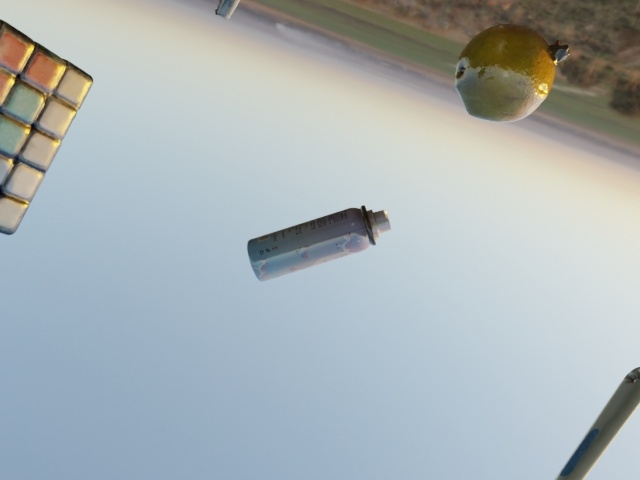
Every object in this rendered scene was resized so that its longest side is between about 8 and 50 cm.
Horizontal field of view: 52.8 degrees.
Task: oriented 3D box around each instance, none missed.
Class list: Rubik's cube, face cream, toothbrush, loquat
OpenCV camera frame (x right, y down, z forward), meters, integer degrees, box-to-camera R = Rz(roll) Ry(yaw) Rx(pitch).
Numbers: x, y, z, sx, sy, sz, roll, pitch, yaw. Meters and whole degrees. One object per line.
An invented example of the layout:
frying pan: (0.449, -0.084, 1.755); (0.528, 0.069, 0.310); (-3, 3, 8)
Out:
Rubik's cube: (-0.581, -0.214, 0.963); (0.293, 0.292, 0.287); (23, 175, 35)
face cream: (0.000, 0.000, 1.037); (0.229, 0.075, 0.075); (-17, -168, 7)
toothbrush: (0.183, 0.238, 0.524); (0.040, 0.040, 0.386); (30, -123, 35)
loquat: (0.426, -0.376, 1.427); (0.246, 0.213, 0.213); (-17, 177, 26)

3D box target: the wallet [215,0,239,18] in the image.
wallet: (-0.114, -0.483, 1.059); (0.036, 0.167, 0.222); (23, -137, -22)
